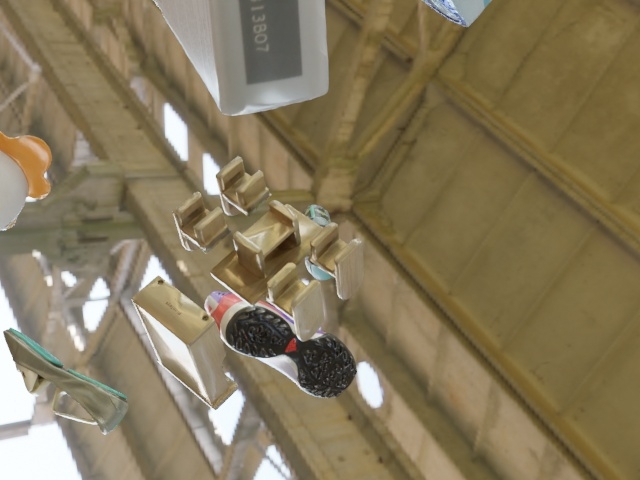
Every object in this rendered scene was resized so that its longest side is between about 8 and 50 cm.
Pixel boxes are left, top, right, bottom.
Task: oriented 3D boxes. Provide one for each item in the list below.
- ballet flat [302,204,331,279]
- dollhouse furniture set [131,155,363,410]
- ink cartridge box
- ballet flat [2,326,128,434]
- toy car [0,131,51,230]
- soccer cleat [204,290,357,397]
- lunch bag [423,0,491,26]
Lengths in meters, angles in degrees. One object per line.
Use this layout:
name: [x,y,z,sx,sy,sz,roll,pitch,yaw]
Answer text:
ballet flat: [0.000,0.000,1.521,0.188,0.070,0.070,85,-19,-61]
dollhouse furniture set: [-0.095,0.062,1.111,0.212,0.242,0.161,35,-27,26]
ink cartridge box: [-0.061,-0.190,0.427,0.232,0.066,0.189,-118,-160,-55]
ballet flat: [-0.363,0.195,1.225,0.213,0.068,0.072,28,-14,11]
toy car: [-0.369,-0.034,0.918,0.237,0.210,0.219,-19,-135,13]
soccer cleat: [-0.061,0.171,1.517,0.109,0.318,0.116,-57,-141,0]
lunch bag: [0.037,-0.245,0.605,0.090,0.176,0.219,-46,-134,8]
